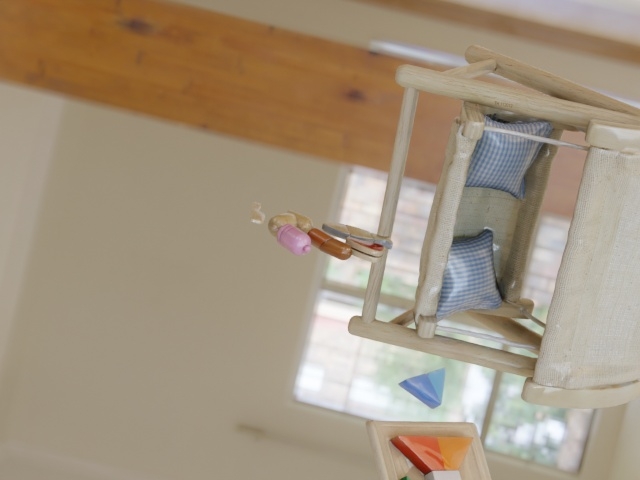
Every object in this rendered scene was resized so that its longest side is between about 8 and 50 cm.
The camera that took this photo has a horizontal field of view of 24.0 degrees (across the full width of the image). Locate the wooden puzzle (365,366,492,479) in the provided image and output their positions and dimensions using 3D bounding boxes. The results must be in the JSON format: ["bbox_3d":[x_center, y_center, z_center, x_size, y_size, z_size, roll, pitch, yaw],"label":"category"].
[{"bbox_3d":[0.053,0.108,0.636,0.078,0.116,0.014,1,153,-46],"label":"wooden puzzle"}]

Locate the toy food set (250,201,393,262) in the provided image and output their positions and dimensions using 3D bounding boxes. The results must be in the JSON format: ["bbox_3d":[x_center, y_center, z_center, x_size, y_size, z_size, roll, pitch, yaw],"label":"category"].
[{"bbox_3d":[0.000,0.000,1.230,0.122,0.019,0.078,16,-165,-5],"label":"toy food set"}]

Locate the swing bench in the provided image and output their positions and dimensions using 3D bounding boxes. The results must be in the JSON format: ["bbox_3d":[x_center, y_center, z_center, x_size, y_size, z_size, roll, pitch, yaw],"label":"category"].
[{"bbox_3d":[0.188,-0.010,1.303,0.255,0.253,0.165,20,-156,25],"label":"swing bench"}]
